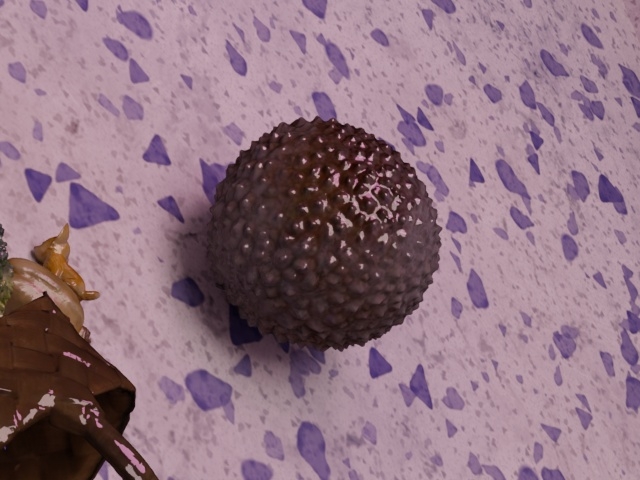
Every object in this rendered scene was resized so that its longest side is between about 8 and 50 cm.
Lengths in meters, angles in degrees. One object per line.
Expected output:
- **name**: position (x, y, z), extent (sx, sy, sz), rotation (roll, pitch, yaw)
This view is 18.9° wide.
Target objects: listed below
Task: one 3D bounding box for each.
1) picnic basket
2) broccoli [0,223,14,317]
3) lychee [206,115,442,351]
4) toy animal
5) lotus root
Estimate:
- **picnic basket**: position (-0.264, 0.255, 1.759), extent (0.337, 0.293, 0.337), rotation (21, 33, -14)
- **broccoli**: position (-0.400, 0.044, 1.888), extent (0.198, 0.176, 0.226), rotation (9, 7, -5)
- **lychee**: position (0.006, 0.000, 2.344), extent (0.300, 0.300, 0.300), rotation (32, 41, -34)
- **toy animal**: position (-0.284, 0.029, 2.149), extent (0.081, 0.060, 0.083), rotation (6, 50, -3)
- **lotus root**: position (-0.303, 0.071, 2.080), extent (0.150, 0.062, 0.073), rotation (45, 55, -21)
